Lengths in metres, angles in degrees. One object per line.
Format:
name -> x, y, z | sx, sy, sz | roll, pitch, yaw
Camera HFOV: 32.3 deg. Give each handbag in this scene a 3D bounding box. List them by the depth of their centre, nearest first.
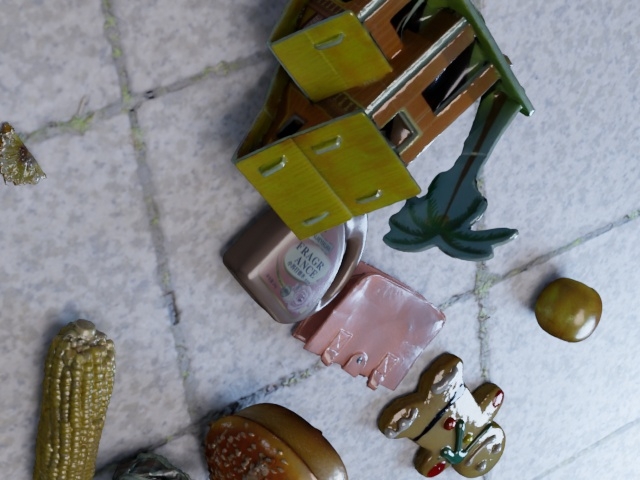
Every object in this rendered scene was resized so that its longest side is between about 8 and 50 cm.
handbag -> 0.074, 0.127, 1.595 | 0.212, 0.059, 0.157 | 31, 96, -43

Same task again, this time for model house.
model house -> 0.061, -0.145, 1.241 | 0.323, 0.340, 0.300 | -43, 131, 0

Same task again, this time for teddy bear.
teddy bear -> -0.234, 0.334, 1.464 | 0.133, 0.111, 0.213 | -24, 162, 28

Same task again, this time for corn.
corn -> -0.309, 0.228, 1.373 | 0.086, 0.086, 0.288 | -4, 120, -33

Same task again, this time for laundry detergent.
laundry detergent -> 0.000, 0.000, 1.460 | 0.237, 0.076, 0.171 | -43, 133, -9

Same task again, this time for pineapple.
pineapple -> -0.336, -0.087, 1.207 | 0.045, 0.019, 0.083 | -37, 134, -15

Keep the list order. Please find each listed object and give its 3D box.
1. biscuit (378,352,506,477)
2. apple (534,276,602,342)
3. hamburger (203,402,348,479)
biscuit -> 0.226, 0.309, 1.821 | 0.197, 0.049, 0.301 | -44, 133, -2
apple -> 0.409, 0.112, 1.796 | 0.114, 0.099, 0.102 | 13, 106, -36
hamburger -> -0.060, 0.324, 1.518 | 0.147, 0.236, 0.237 | -46, 135, -25
